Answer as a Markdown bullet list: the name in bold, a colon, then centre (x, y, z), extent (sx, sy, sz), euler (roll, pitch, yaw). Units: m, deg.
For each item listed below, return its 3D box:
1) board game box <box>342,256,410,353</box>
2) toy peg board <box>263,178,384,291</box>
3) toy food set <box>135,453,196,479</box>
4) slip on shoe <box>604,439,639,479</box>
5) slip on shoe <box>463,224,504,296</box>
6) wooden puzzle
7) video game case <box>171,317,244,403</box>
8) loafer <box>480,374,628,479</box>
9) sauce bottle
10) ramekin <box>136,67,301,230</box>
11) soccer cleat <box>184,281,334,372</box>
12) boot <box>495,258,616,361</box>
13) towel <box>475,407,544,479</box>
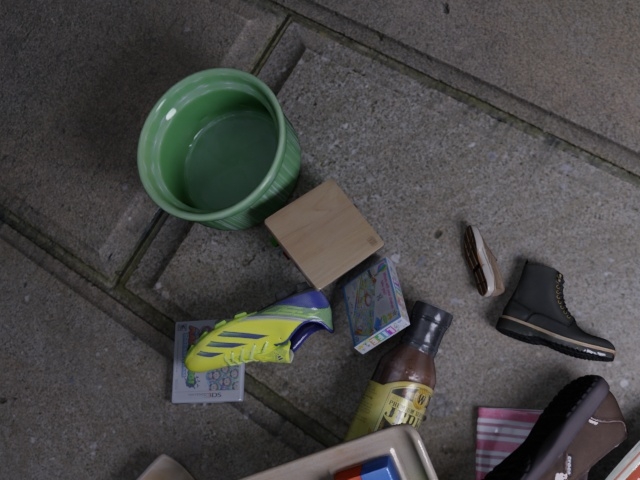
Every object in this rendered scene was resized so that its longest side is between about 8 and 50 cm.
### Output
- **board game box**: centre (0.095, 0.112, 1.687), extent (0.103, 0.026, 0.154), euler (-35, 37, 21)
- **toy peg board**: centre (0.000, 0.000, 1.762), extent (0.161, 0.079, 0.160), euler (-34, 78, -24)
- **toy food set**: centre (-0.265, 0.554, 1.684), extent (0.219, 0.092, 0.306), euler (-48, 56, 1)
- **slip on shoe**: centre (0.470, 0.406, 1.471), extent (0.101, 0.123, 0.331), euler (41, 86, 21)
- **slip on shoe**: centre (0.287, 0.035, 1.684), extent (0.041, 0.051, 0.135), euler (-2, 59, -22)
- **wooden puzzle**: centre (0.048, 0.491, 1.541), extent (0.348, 0.080, 0.322), euler (-21, 98, 15)
- **video game case**: centre (-0.211, 0.227, 1.817), extent (0.143, 0.019, 0.157), euler (-5, 73, 18)
- **loafer**: centre (0.350, 0.374, 1.473), extent (0.130, 0.134, 0.366), euler (45, 80, -3)
- **sauce bottle**: centre (0.126, 0.269, 1.633), extent (0.111, 0.111, 0.344), euler (20, 84, 24)
- **ramekin**: centre (-0.184, -0.164, 1.851), extent (0.304, 0.148, 0.303), euler (-6, 73, 19)
- **soccer cleat**: centre (-0.111, 0.182, 1.744), extent (0.289, 0.093, 0.121), euler (-27, 75, 3)
- **boot**: centre (0.406, 0.114, 1.602), extent (0.198, 0.077, 0.137), euler (18, 76, 22)
- **towel**: centre (0.323, 0.374, 1.576), extent (0.144, 0.029, 0.197), euler (-1, 75, 20)
